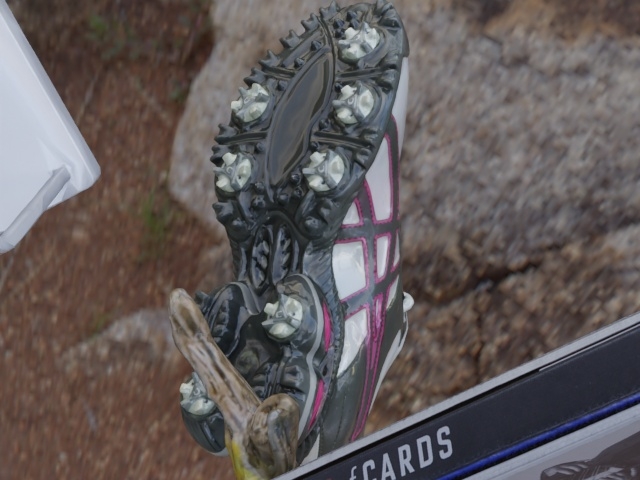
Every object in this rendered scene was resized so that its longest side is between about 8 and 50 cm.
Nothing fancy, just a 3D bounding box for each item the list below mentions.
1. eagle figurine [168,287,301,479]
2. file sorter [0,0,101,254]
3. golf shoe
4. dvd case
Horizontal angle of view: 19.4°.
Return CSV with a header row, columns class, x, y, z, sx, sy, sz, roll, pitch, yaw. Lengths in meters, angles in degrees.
class,x,y,z,sx,sy,sz,roll,pitch,yaw
eagle figurine,-0.078,0.216,0.855,0.226,0.225,0.298,37,53,-3
file sorter,-0.263,-0.028,0.732,0.277,0.173,0.193,-27,102,8
golf shoe,0.000,0.000,1.041,0.105,0.120,0.273,4,71,35
dvd case,0.072,0.086,0.569,0.179,0.238,0.030,15,58,-41
